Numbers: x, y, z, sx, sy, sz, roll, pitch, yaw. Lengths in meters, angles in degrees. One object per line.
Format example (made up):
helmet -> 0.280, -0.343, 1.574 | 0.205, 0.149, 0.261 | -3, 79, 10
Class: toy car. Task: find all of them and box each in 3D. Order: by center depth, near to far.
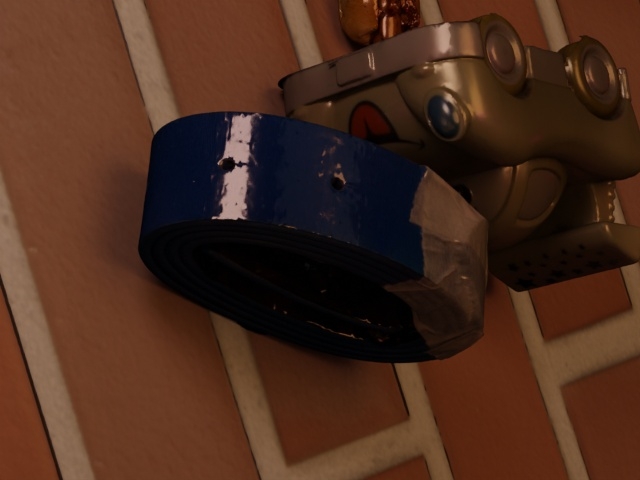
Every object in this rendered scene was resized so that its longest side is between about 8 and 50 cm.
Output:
toy car -> 0.148, -0.078, 1.912 | 0.336, 0.242, 0.226 | 5, 75, -48

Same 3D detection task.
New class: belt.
belt -> 0.000, 0.000, 1.735 | 0.347, 0.212, 0.117 | 25, 56, -35

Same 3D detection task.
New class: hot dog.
hot dog -> 0.061, -0.299, 2.018 | 0.102, 0.076, 0.249 | 14, 64, -48
